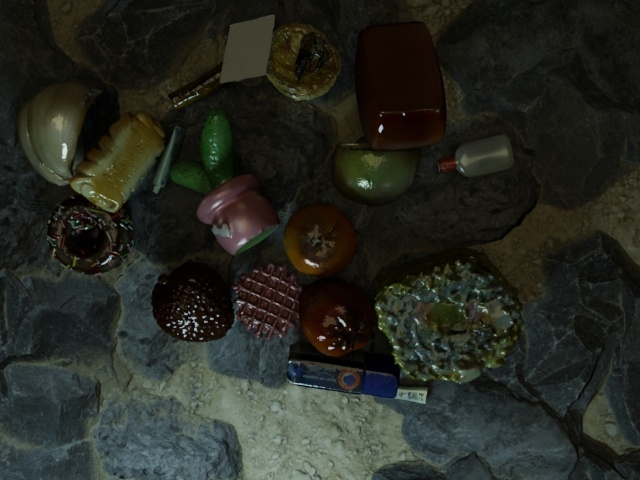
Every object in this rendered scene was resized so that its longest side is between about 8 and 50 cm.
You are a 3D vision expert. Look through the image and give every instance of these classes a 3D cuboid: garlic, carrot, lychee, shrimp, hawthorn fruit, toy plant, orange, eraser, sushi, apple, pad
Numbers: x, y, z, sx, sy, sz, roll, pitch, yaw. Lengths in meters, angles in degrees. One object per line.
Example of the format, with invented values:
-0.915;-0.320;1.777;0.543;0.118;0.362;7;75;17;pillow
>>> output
-0.755;-0.319;1.590;0.286;0.249;0.313;20;90;29;garlic
-0.339;-0.476;1.648;0.260;0.070;0.070;-28;91;6;carrot
-0.373;0.187;1.607;0.236;0.236;0.271;-34;116;4;lychee
-0.026;-0.523;1.565;0.091;0.034;0.161;20;78;-6;shrimp
0.031;0.205;1.595;0.224;0.261;0.224;-19;129;-26;hawthorn fruit
-0.262;-0.153;1.574;0.317;0.210;0.356;-39;77;44;toy plant
0.000;0.000;1.603;0.224;0.170;0.224;0;94;4;orange
0.064;0.383;1.629;0.332;0.155;0.102;9;97;1;eraser
0.366;0.214;1.566;0.396;0.240;0.351;-19;93;6;sushi
0.162;-0.194;1.617;0.264;0.120;0.193;3;104;5;apple
-0.213;-0.560;1.597;0.156;0.004;0.232;-4;65;20;pad

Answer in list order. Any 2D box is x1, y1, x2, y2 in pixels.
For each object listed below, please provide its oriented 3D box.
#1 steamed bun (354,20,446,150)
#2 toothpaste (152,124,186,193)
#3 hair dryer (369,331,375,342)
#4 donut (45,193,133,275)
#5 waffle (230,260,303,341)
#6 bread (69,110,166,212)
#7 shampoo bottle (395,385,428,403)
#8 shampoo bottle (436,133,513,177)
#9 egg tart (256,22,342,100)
0.218;-0.413;1.529;0.235;0.248;0.379;-6;65;-2;steamed bun
-0.465;-0.246;1.669;0.041;0.064;0.218;27;97;16;toothpaste
0.127;0.311;1.681;0.083;0.047;0.026;-34;83;23;hair dryer
-0.706;-0.021;1.667;0.269;0.103;0.270;0;91;2;donut
-0.151;0.184;1.648;0.221;0.055;0.234;-19;93;-20;waffle
-0.586;-0.239;1.608;0.311;0.121;0.173;-56;133;-16;bread
0.259;0.468;1.682;0.141;0.034;0.049;7;100;3;shampoo bottle
0.457;-0.244;1.630;0.220;0.051;0.108;-12;95;3;shampoo bottle
-0.063;-0.521;1.621;0.252;0.098;0.232;16;84;-2;egg tart
